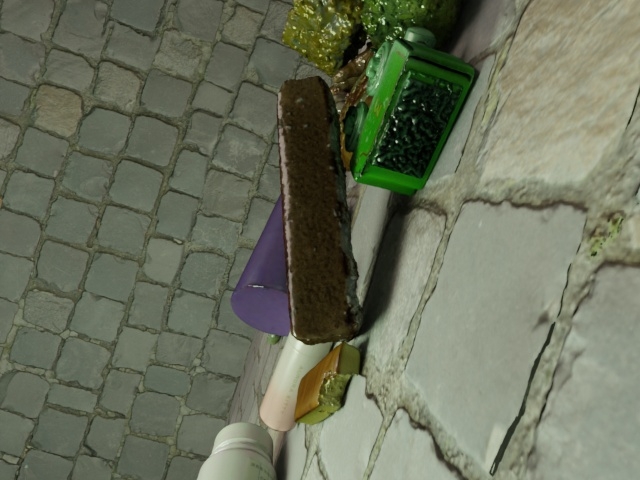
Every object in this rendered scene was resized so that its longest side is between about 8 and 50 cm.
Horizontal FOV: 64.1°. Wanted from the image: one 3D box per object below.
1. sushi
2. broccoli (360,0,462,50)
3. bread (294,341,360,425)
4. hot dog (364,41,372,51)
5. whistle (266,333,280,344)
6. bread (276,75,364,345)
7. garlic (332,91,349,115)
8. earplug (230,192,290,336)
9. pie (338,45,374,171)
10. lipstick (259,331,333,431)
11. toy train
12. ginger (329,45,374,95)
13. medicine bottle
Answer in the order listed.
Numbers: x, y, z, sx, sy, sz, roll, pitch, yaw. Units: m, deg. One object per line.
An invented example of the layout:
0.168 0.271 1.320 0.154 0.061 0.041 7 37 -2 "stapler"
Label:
0.081 -0.731 1.551 0.396 0.240 0.351 -53 1 -12 "sushi"
0.170 -0.445 0.879 0.254 0.186 0.302 50 -134 -50 "broccoli"
0.008 0.245 0.850 0.226 0.049 0.088 122 164 -57 "bread"
0.173 -0.624 1.698 0.133 0.041 0.056 -89 10 -47 "hot dog"
-0.141 0.280 1.734 0.258 0.067 0.126 111 179 -49 "whistle"
-0.004 -0.043 0.838 0.165 0.113 0.416 81 -176 -76 "bread"
0.042 -0.401 1.576 0.131 0.194 0.127 130 143 -63 "garlic"
-0.071 0.012 1.367 0.215 0.215 0.456 118 170 -50 "earplug"
0.113 -0.289 1.127 0.354 0.103 0.288 -112 41 -71 "pie"
-0.036 0.236 1.024 0.087 0.087 0.327 -89 19 -64 "lipstick"
0.122 -0.190 0.778 0.188 0.132 0.243 -98 25 -58 "toy train"
0.100 -0.505 1.589 0.166 0.080 0.333 -33 5 -14 "ginger"
-0.173 0.521 1.029 0.293 0.170 0.170 -93 23 -66 "medicine bottle"
